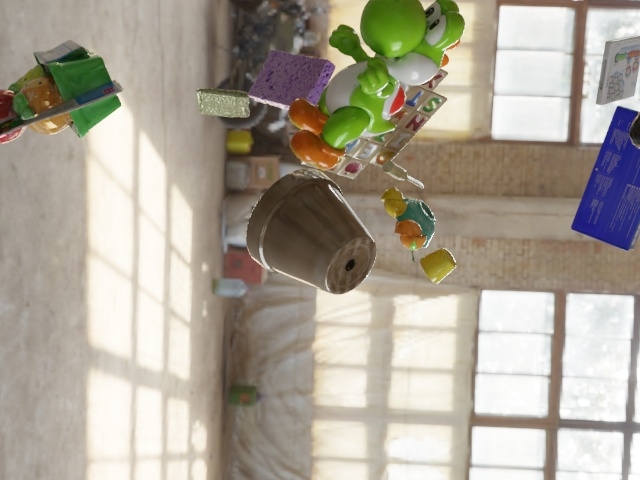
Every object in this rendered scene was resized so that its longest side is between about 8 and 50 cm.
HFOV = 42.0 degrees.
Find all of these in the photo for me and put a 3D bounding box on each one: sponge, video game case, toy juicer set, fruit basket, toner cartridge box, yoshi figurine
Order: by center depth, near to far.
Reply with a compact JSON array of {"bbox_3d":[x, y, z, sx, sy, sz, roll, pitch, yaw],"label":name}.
[{"bbox_3d":[0.073,-0.298,1.431,0.204,0.362,0.203,53,28,6],"label":"yoshi figurine"},{"bbox_3d":[-0.595,-0.280,1.664,0.327,0.352,0.166,37,-37,59],"label":"fruit basket"},{"bbox_3d":[-0.063,-0.332,1.738,0.210,0.031,0.117,25,-95,50],"label":"sponge"},{"bbox_3d":[0.684,-0.389,1.898,0.157,0.019,0.143,-19,120,-40],"label":"video game case"},{"bbox_3d":[0.191,-0.063,1.922,0.209,0.089,0.329,37,28,-37],"label":"toy juicer set"},{"bbox_3d":[0.803,-0.164,2.192,0.075,0.165,0.348,-8,119,-57],"label":"toner cartridge box"}]

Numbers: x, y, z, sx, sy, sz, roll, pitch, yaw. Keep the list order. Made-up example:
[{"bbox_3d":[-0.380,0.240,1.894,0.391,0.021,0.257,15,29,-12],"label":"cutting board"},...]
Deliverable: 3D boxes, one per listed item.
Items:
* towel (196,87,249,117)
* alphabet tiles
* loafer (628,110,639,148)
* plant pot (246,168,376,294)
[{"bbox_3d":[-0.271,-0.385,2.323,0.110,0.148,0.027,101,-7,-63],"label":"towel"},{"bbox_3d":[0.117,-0.270,1.841,0.342,0.285,0.011,-47,-129,29],"label":"alphabet tiles"},{"bbox_3d":[0.690,-0.278,1.650,0.078,0.076,0.223,12,-111,53],"label":"loafer"},{"bbox_3d":[0.000,0.000,2.347,0.280,0.323,0.323,37,-39,37],"label":"plant pot"}]
